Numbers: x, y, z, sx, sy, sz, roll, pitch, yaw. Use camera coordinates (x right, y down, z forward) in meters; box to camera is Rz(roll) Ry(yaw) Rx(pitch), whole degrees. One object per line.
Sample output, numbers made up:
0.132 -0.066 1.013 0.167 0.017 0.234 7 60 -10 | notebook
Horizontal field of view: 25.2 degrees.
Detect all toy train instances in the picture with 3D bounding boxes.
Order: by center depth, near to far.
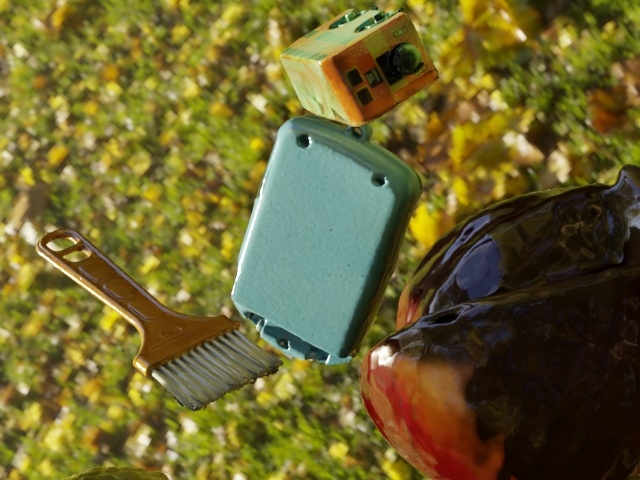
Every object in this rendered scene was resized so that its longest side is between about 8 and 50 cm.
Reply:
0.032 -0.155 1.244 0.099 0.072 0.188 -29 16 -8 | toy train

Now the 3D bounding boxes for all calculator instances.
0.000 0.000 1.515 0.173 0.051 0.293 28 121 16 | calculator

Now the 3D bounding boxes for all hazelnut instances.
0.118 0.048 0.697 0.170 0.160 0.201 -25 16 33 | hazelnut

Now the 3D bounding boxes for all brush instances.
-0.155 0.052 1.198 0.090 0.017 0.314 -24 36 -29 | brush

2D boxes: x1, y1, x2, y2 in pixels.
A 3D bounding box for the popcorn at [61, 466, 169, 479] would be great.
-0.171 0.276 1.222 0.142 0.174 0.173 -57 39 27 | popcorn
